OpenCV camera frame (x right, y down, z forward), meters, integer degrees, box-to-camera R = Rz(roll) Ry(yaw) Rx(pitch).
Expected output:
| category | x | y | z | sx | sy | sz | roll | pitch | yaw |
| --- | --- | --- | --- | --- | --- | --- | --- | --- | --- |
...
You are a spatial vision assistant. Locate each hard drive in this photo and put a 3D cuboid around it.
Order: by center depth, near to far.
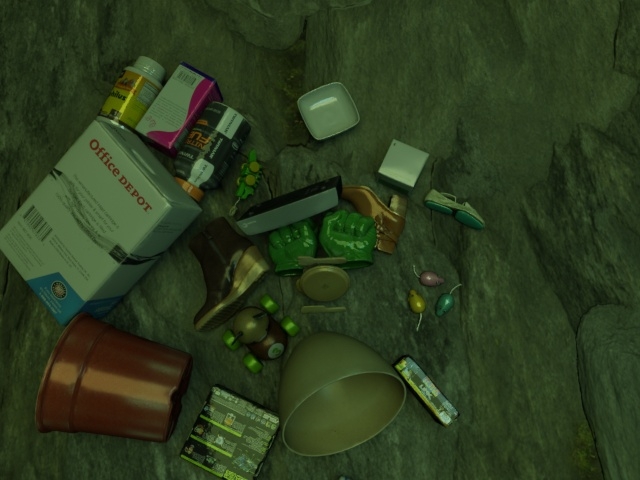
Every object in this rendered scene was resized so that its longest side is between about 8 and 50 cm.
| category | x | y | z | sx | sy | sz | roll | pitch | yaw |
| --- | --- | --- | --- | --- | --- | --- | --- | --- | --- |
| hard drive | -0.067 | -0.086 | 1.345 | 0.254 | 0.172 | 0.054 | -18 | 104 | 12 |

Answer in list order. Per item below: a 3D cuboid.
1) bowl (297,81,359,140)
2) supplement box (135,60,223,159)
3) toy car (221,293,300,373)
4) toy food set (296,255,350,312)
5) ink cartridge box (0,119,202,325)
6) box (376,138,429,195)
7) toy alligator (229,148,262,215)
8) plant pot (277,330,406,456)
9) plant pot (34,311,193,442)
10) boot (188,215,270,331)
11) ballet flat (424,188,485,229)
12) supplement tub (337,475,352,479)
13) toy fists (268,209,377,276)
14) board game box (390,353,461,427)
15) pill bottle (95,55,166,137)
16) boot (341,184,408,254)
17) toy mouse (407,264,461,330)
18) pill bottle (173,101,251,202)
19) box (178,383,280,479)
| category | x | y | z | sx | sy | sz | roll | pitch | yaw |
| --- | --- | --- | --- | --- | --- | --- | --- | --- | --- |
| bowl | 0.022 | -0.338 | 1.466 | 0.142 | 0.053 | 0.142 | -24 | 78 | -3 |
| supplement box | -0.368 | -0.336 | 1.447 | 0.111 | 0.114 | 0.220 | 30 | 79 | 7 |
| toy car | -0.148 | 0.212 | 1.278 | 0.155 | 0.188 | 0.149 | -44 | 80 | -7 |
| toy food set | 0.006 | 0.098 | 1.325 | 0.132 | 0.192 | 0.039 | -1 | 42 | 0 |
| ink cartridge box | -0.525 | -0.039 | 1.308 | 0.395 | 0.166 | 0.285 | -45 | 79 | 10 |
| box | 0.209 | -0.186 | 1.408 | 0.101 | 0.087 | 0.102 | 25 | 79 | 7 |
| toy alligator | -0.188 | -0.144 | 1.432 | 0.051 | 0.056 | 0.190 | 24 | 76 | -35 |
| plant pot | 0.024 | 0.317 | 1.233 | 0.284 | 0.284 | 0.191 | -25 | 43 | -4 |
| plant pot | -0.444 | 0.327 | 1.238 | 0.264 | 0.272 | 0.273 | 15 | 78 | -3 |
| boot | -0.268 | 0.084 | 1.380 | 0.248 | 0.090 | 0.207 | -45 | 68 | -7 |
| ballet flat | 0.349 | -0.085 | 1.399 | 0.168 | 0.057 | 0.052 | 26 | 70 | 7 |
| supplement tub | 0.080 | 0.590 | 1.247 | 0.107 | 0.071 | 0.071 | 22 | 79 | 7 |
| toy fists | 0.000 | 0.000 | 1.348 | 0.279 | 0.096 | 0.142 | -9 | 70 | 18 |
| board game box | 0.236 | 0.342 | 1.261 | 0.048 | 0.141 | 0.170 | -40 | 79 | -5 |
| pill bottle | -0.495 | -0.376 | 1.457 | 0.117 | 0.117 | 0.215 | 23 | 79 | 7 |
| boot | 0.116 | -0.055 | 1.393 | 0.197 | 0.073 | 0.153 | 15 | 85 | 11 |
| toy mouse | 0.287 | 0.129 | 1.363 | 0.143 | 0.031 | 0.161 | -14 | 77 | -1 |
| pill bottle | -0.290 | -0.221 | 1.410 | 0.130 | 0.130 | 0.246 | 26 | 79 | 7 |
| box | -0.208 | 0.464 | 1.298 | 0.190 | 0.045 | 0.184 | 23 | 81 | 6 |
